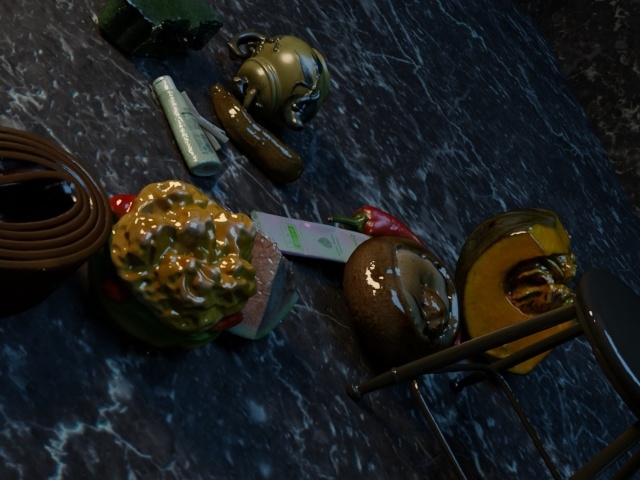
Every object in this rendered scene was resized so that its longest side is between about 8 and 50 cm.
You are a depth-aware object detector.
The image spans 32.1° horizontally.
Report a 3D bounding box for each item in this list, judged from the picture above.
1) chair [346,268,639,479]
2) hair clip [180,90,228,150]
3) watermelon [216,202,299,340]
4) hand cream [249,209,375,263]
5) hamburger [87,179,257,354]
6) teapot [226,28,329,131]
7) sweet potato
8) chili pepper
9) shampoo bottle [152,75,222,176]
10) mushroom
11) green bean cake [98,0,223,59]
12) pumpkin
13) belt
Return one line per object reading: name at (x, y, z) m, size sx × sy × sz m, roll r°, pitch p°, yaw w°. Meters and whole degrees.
chair at (0.360, 0.278, 1.750) m, size 0.362 × 0.410 × 0.365 m, roll 8°, pitch 49°, yaw -54°
hair clip at (-0.207, -0.208, 1.925) m, size 0.115 × 0.030 × 0.039 m, roll 47°, pitch 7°, yaw -12°
watermelon at (-0.145, 0.059, 1.618) m, size 0.231 × 0.128 × 0.146 m, roll 34°, pitch 59°, yaw -5°
hand cream at (-0.001, 0.001, 1.934) m, size 0.275 × 0.050 × 0.079 m, roll 10°, pitch 19°, yaw -37°
hamburger at (-0.187, 0.026, 1.454) m, size 0.237 × 0.149 × 0.237 m, roll 16°, pitch 59°, yaw -29°
teapot at (-0.096, -0.302, 2.091) m, size 0.182 × 0.173 × 0.269 m, roll -19°, pitch 59°, yaw -36°
sweet potato at (-0.122, -0.189, 1.997) m, size 0.233 × 0.062 × 0.081 m, roll 45°, pitch 11°, yaw -3°
chili pepper at (0.162, 0.045, 2.102) m, size 0.368 × 0.092 × 0.137 m, roll 43°, pitch 30°, yaw -13°
shampoo bottle at (-0.228, -0.193, 1.853) m, size 0.069 × 0.041 × 0.191 m, roll -1°, pitch 55°, yaw -51°
mushroom at (0.137, 0.105, 1.898) m, size 0.253 × 0.153 × 0.253 m, roll 37°, pitch 38°, yaw -36°
green bean cake at (-0.281, -0.382, 1.943) m, size 0.193 × 0.107 × 0.208 m, roll 43°, pitch 28°, yaw -20°
pumpkin at (0.388, 0.098, 2.190) m, size 0.303 × 0.256 × 0.225 m, roll 66°, pitch 19°, yaw -2°
belt at (-0.394, -0.028, 1.296) m, size 0.217 × 0.122 × 0.338 m, roll 58°, pitch 27°, yaw 13°
